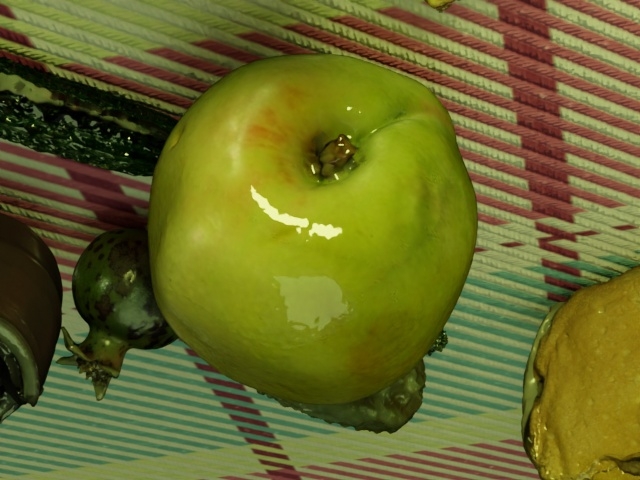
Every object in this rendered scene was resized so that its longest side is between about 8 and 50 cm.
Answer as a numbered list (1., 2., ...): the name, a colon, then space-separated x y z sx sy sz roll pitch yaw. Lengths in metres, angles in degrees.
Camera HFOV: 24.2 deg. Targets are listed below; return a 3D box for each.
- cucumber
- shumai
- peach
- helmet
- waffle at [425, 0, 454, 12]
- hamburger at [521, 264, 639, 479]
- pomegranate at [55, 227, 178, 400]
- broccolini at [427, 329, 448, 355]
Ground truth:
1. cucumber: -0.223 -0.106 1.363 0.265 0.077 0.077 18 144 -33
2. shumai: 0.022 0.083 1.620 0.225 0.222 0.261 19 175 3
3. peach: -0.004 -0.003 1.331 0.314 0.281 0.316 -10 144 -27
4. helmet: -0.389 0.070 1.540 0.305 0.177 0.225 -16 134 39
5. waffle: 0.146 -0.247 1.188 0.160 0.046 0.192 10 147 -21
6. hamburger: 0.365 0.172 1.687 0.318 0.319 0.158 -26 131 34
7. pomegranate: -0.207 0.064 1.565 0.148 0.169 0.148 36 154 21
8. broccolini: 0.040 0.084 1.750 0.239 0.051 0.054 17 148 -18
